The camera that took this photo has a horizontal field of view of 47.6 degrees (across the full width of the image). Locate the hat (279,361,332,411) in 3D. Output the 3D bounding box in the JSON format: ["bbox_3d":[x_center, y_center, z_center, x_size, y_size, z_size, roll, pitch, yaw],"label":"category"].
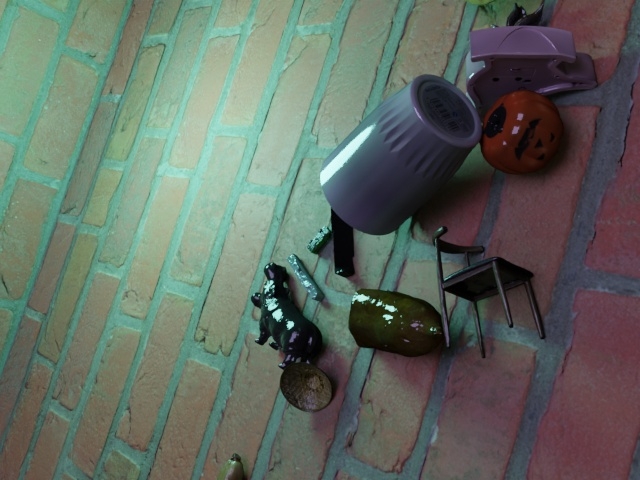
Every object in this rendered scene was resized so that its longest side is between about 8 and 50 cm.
[{"bbox_3d":[-0.028,0.368,1.897,0.146,0.067,0.146,7,111,18],"label":"hat"}]

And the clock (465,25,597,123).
[{"bbox_3d":[0.471,-0.372,1.649,0.290,0.275,0.080,0,67,5],"label":"clock"}]

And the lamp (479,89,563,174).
[{"bbox_3d":[0.453,-0.236,1.619,0.188,0.164,0.188,-53,25,38],"label":"lamp"}]

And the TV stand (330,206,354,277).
[{"bbox_3d":[0.059,-0.027,1.976,0.040,0.049,0.256,-19,61,36],"label":"TV stand"}]

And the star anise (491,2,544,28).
[{"bbox_3d":[0.475,-0.484,1.758,0.180,0.061,0.205,-28,50,47],"label":"star anise"}]

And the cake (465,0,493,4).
[{"bbox_3d":[0.461,-0.784,1.778,0.321,0.332,0.332,-32,43,-18],"label":"cake"}]

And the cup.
[{"bbox_3d":[0.189,-0.197,1.720,0.371,0.253,0.253,-42,47,45],"label":"cup"}]

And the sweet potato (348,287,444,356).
[{"bbox_3d":[0.182,0.195,1.685,0.369,0.158,0.158,7,78,55],"label":"sweet potato"}]

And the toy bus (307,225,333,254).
[{"bbox_3d":[0.000,0.000,2.029,0.083,0.037,0.031,-49,47,16],"label":"toy bus"}]

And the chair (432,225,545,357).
[{"bbox_3d":[0.351,0.092,1.566,0.166,0.188,0.272,-26,60,33],"label":"chair"}]

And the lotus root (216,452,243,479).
[{"bbox_3d":[-0.248,0.658,1.980,0.073,0.062,0.150,17,86,53],"label":"lotus root"}]

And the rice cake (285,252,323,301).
[{"bbox_3d":[-0.046,0.102,2.028,0.030,0.042,0.180,-48,48,14],"label":"rice cake"}]

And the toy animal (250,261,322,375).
[{"bbox_3d":[-0.113,0.216,2.003,0.168,0.106,0.343,-50,44,17],"label":"toy animal"}]
